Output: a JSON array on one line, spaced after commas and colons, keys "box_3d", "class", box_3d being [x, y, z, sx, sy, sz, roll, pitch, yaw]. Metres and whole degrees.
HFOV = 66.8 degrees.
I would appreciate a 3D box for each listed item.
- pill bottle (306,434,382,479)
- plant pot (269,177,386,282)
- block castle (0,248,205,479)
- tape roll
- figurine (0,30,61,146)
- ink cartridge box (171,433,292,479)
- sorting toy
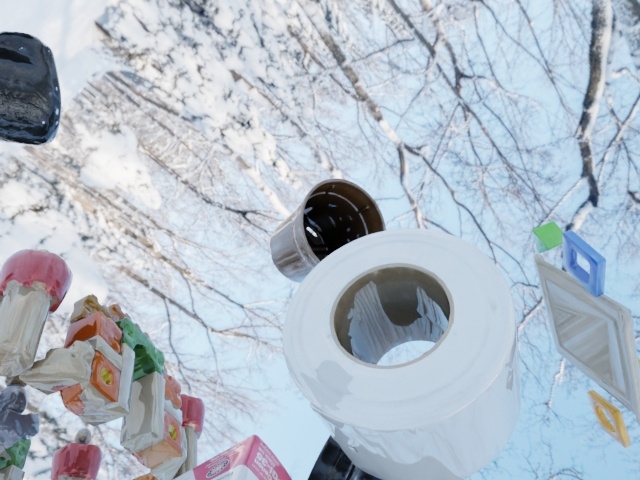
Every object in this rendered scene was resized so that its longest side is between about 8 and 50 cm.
[{"box_3d": [0.092, 0.349, 0.635, 0.219, 0.123, 0.123, 24, -111, 15], "class": "pill bottle"}, {"box_3d": [0.000, 0.000, 0.846, 0.165, 0.166, 0.167, -28, -147, 55], "class": "plant pot"}, {"box_3d": [-0.395, 0.241, 0.727, 0.302, 0.454, 0.213, -24, -142, 3], "class": "block castle"}, {"box_3d": [0.098, 0.129, 0.557, 0.245, 0.169, 0.246, -13, -136, 13], "class": "tape roll"}, {"box_3d": [-0.298, -0.179, 0.322, 0.092, 0.209, 0.215, 10, -80, 45], "class": "figurine"}, {"box_3d": [-0.146, 0.363, 0.499, 0.207, 0.117, 0.283, -32, -175, 10], "class": "ink cartridge box"}, {"box_3d": [0.375, 0.123, 0.663, 0.047, 0.348, 0.196, -24, -157, 0], "class": "sorting toy"}]
